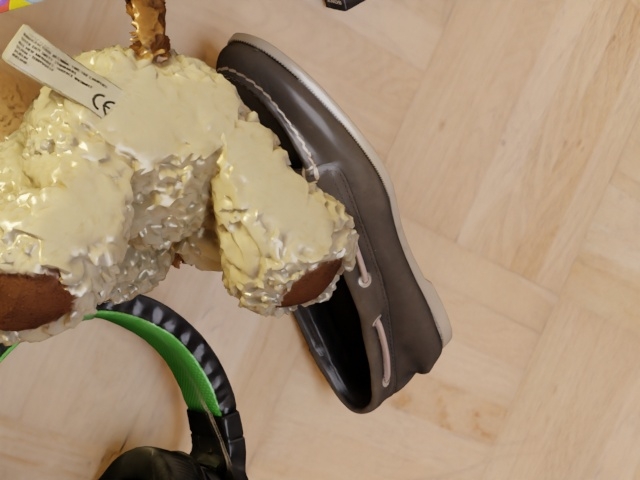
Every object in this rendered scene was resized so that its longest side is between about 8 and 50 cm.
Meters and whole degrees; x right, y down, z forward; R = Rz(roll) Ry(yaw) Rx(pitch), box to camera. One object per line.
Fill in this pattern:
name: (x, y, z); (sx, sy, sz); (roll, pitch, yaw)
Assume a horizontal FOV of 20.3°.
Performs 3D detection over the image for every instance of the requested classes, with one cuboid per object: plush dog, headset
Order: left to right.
plush dog: (-0.139, -0.032, 1.119); (0.262, 0.225, 0.211); (-5, 75, -32)
headset: (-0.140, 0.228, 1.216); (0.243, 0.185, 0.394); (-14, 101, -35)

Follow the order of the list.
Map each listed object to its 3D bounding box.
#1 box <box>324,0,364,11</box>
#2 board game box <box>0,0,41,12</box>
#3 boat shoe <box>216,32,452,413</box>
box: (0.057, -0.255, 1.319); (0.162, 0.029, 0.116); (-33, 122, -25)
board game box: (-0.131, -0.243, 1.061); (0.275, 0.142, 0.144); (-20, 121, -21)
boat shoe: (0.000, 0.000, 1.303); (0.095, 0.112, 0.335); (-49, 132, -22)
